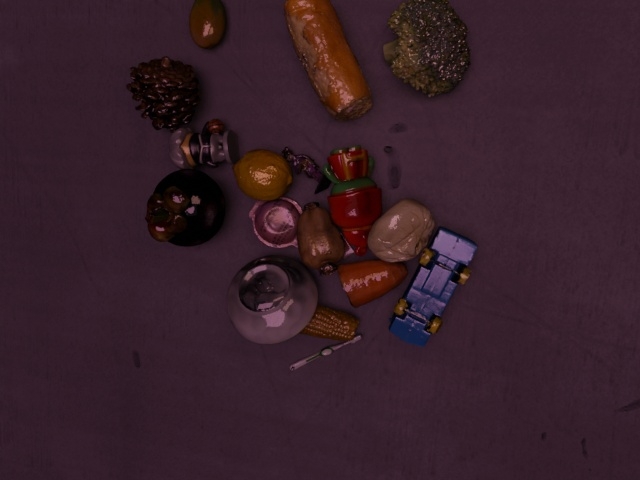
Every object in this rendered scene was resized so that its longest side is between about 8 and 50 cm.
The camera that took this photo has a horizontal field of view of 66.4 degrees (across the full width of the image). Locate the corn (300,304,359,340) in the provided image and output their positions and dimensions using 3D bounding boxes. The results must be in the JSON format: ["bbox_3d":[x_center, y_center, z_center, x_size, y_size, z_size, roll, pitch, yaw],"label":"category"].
[{"bbox_3d":[-0.046,0.271,1.710,0.363,0.120,0.120,10,99,9],"label":"corn"}]

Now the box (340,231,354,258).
[{"bbox_3d":[0.077,0.018,1.704,0.046,0.012,0.083,-36,87,13],"label":"box"}]

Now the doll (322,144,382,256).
[{"bbox_3d":[0.115,-0.124,1.594,0.183,0.160,0.363,-14,105,-26],"label":"doll"}]

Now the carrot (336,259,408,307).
[{"bbox_3d":[0.178,0.120,1.627,0.225,0.159,0.159,-21,92,10],"label":"carrot"}]

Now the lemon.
[{"bbox_3d":[-0.190,-0.222,1.653,0.193,0.180,0.180,-13,94,17],"label":"lemon"}]

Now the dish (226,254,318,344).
[{"bbox_3d":[-0.176,0.173,1.636,0.324,0.124,0.324,-5,59,9],"label":"dish"}]

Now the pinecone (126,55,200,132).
[{"bbox_3d":[-0.526,-0.492,1.661,0.244,0.243,0.257,4,107,12],"label":"pinecone"}]

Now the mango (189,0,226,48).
[{"bbox_3d":[-0.388,-0.759,1.677,0.130,0.092,0.194,-6,86,15],"label":"mango"}]

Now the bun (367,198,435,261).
[{"bbox_3d":[0.268,-0.022,1.561,0.229,0.229,0.145,-48,66,13],"label":"bun"}]

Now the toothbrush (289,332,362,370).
[{"bbox_3d":[0.016,0.402,1.756,0.304,0.030,0.030,-28,90,14],"label":"toothbrush"}]

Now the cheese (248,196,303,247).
[{"bbox_3d":[-0.111,-0.046,1.697,0.286,0.074,0.189,27,80,-4],"label":"cheese"}]

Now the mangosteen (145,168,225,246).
[{"bbox_3d":[-0.474,-0.104,1.660,0.275,0.302,0.275,8,107,26],"label":"mangosteen"}]

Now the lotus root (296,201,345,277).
[{"bbox_3d":[0.000,0.000,1.626,0.154,0.140,0.256,-10,78,-7],"label":"lotus root"}]

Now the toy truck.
[{"bbox_3d":[0.361,0.150,1.581,0.161,0.162,0.385,26,103,8],"label":"toy truck"}]

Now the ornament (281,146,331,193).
[{"bbox_3d":[-0.053,-0.245,1.676,0.203,0.088,0.081,34,127,19],"label":"ornament"}]

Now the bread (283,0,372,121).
[{"bbox_3d":[0.026,-0.564,1.530,0.165,0.236,0.375,-24,92,16],"label":"bread"}]

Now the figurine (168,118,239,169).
[{"bbox_3d":[-0.417,-0.331,1.711,0.236,0.133,0.176,-4,87,11],"label":"figurine"}]

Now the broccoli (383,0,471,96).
[{"bbox_3d":[0.315,-0.580,1.464,0.260,0.235,0.288,-5,100,14],"label":"broccoli"}]
